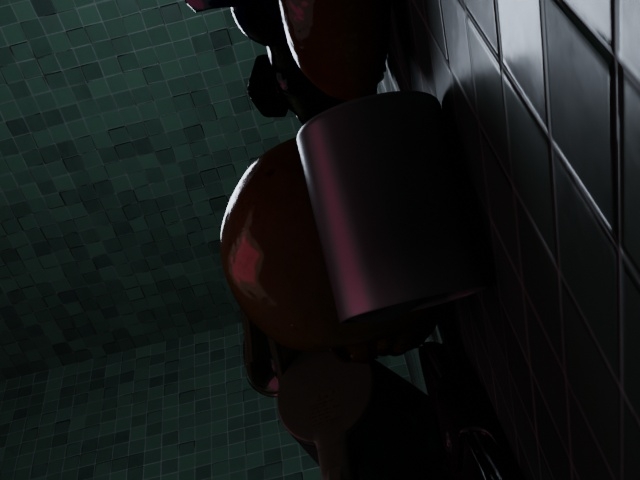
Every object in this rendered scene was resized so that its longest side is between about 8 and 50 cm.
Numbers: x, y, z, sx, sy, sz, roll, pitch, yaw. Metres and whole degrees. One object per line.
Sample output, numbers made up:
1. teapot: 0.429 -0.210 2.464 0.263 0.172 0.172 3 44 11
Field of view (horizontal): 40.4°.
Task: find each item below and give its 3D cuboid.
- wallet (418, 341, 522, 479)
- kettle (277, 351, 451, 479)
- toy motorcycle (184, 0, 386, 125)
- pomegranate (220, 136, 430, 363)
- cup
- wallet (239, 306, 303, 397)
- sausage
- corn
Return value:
1. wallet: 0.138 0.211 0.751 0.318 0.045 0.172 -101 -5 -73
2. kettle: 0.056 0.237 0.968 0.243 0.160 0.210 47 -148 -48
3. toy motorcycle: -0.037 -0.229 0.782 0.331 0.125 0.196 62 -144 -55
4. pomegranate: 0.011 0.004 0.707 0.191 0.191 0.191 -14 -90 -88
5. cup: 0.046 -0.015 0.579 0.136 0.099 0.133 67 -172 -81
6. wallet: 0.000 0.000 1.012 0.309 0.077 0.223 -53 -30 -45
7. sausage: 0.006 -0.210 0.639 0.098 0.098 0.238 -101 -2 -48
8. corn: 0.076 0.071 0.961 0.363 0.120 0.120 50 -154 -76
